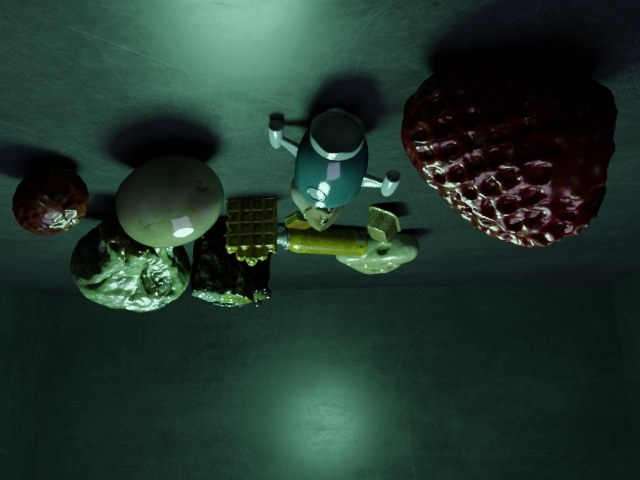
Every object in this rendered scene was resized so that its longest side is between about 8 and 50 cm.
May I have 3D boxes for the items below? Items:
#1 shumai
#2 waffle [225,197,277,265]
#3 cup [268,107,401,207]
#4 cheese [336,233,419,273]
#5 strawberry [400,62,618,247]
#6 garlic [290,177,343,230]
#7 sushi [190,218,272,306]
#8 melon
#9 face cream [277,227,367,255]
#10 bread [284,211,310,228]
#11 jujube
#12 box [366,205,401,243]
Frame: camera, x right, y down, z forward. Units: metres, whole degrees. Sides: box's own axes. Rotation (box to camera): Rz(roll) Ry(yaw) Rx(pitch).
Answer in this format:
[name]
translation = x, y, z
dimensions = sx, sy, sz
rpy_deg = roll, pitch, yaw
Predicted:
[shumai]
translation = -0.602, 0.036, 1.580
dimensions = 0.397, 0.324, 0.323
rpy_deg = 6, 148, -29
[waffle]
translation = -0.216, -0.025, 1.476
dimensions = 0.160, 0.211, 0.055
rpy_deg = -2, 166, 6
[cup]
translation = 0.026, -0.179, 0.992
dimensions = 0.299, 0.168, 0.173
rpy_deg = 24, 157, 5
[cheese]
translation = 0.282, 0.063, 2.019
dimensions = 0.351, 0.130, 0.328
rpy_deg = -6, 163, 28
[strawberry]
translation = 0.313, -0.172, 0.816
dimensions = 0.345, 0.318, 0.295
rpy_deg = 20, -169, -16
[garlic]
translation = 0.000, -0.131, 1.248
dimensions = 0.142, 0.178, 0.229
rpy_deg = 27, 152, 14
[sushi]
translation = -0.327, 0.088, 1.752
dimensions = 0.299, 0.294, 0.281
rpy_deg = -10, 163, 36
[melon]
translation = -0.373, -0.095, 1.167
dimensions = 0.223, 0.223, 0.317
rpy_deg = 12, 163, -41
[face cream]
translation = 0.000, 0.000, 1.805
dimensions = 0.348, 0.105, 0.105
rpy_deg = 3, 165, -17
[bread]
translation = -0.066, -0.068, 1.672
dimensions = 0.090, 0.035, 0.094
rpy_deg = 7, 164, -31
[jujube]
translation = -0.705, -0.100, 1.237
dimensions = 0.174, 0.174, 0.250
rpy_deg = 11, 169, -40
[box]
translation = 0.215, -0.059, 1.615
dimensions = 0.111, 0.111, 0.177
rpy_deg = -4, 162, 13
